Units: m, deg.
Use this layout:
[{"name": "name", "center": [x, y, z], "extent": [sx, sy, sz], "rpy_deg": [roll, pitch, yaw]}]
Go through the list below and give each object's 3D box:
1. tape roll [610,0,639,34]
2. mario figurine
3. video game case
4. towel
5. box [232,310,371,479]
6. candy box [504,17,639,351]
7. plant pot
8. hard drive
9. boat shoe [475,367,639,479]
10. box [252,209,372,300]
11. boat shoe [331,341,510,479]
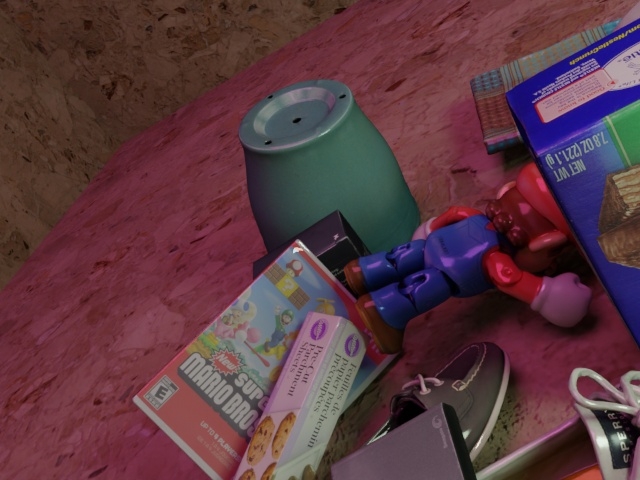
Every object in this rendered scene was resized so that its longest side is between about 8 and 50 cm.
[{"name": "tape roll", "center": [0.429, -0.144, 0.642], "extent": [0.246, 0.246, 0.169], "rpy_deg": [-37, 26, 3]}, {"name": "mario figurine", "center": [0.204, 0.037, 0.775], "extent": [0.321, 0.198, 0.170], "rpy_deg": [-25, -15, 10]}, {"name": "video game case", "center": [-0.061, 0.168, 0.807], "extent": [0.285, 0.204, 0.025], "rpy_deg": [-45, 5, -12]}, {"name": "towel", "center": [0.433, -0.278, 1.030], "extent": [0.370, 0.040, 0.271], "rpy_deg": [-20, 31, 20]}, {"name": "box", "center": [-0.040, 0.240, 0.729], "extent": [0.067, 0.063, 0.324], "rpy_deg": [5, 64, 49]}, {"name": "candy box", "center": [0.343, -0.037, 0.500], "extent": [0.268, 0.317, 0.122], "rpy_deg": [-28, 30, 22]}, {"name": "plant pot", "center": [0.001, -0.104, 1.013], "extent": [0.272, 0.255, 0.271], "rpy_deg": [-13, 41, 12]}, {"name": "hard drive", "center": [0.068, 0.207, 0.527], "extent": [0.135, 0.022, 0.094], "rpy_deg": [-40, 41, 28]}, {"name": "boat shoe", "center": [0.242, 0.163, 0.488], "extent": [0.367, 0.156, 0.135], "rpy_deg": [-30, 28, 16]}, {"name": "box", "center": [0.009, 0.068, 0.918], "extent": [0.156, 0.158, 0.093], "rpy_deg": [-32, 27, 11]}, {"name": "boat shoe", "center": [0.080, 0.213, 0.638], "extent": [0.335, 0.095, 0.112], "rpy_deg": [-49, 4, -26]}]
